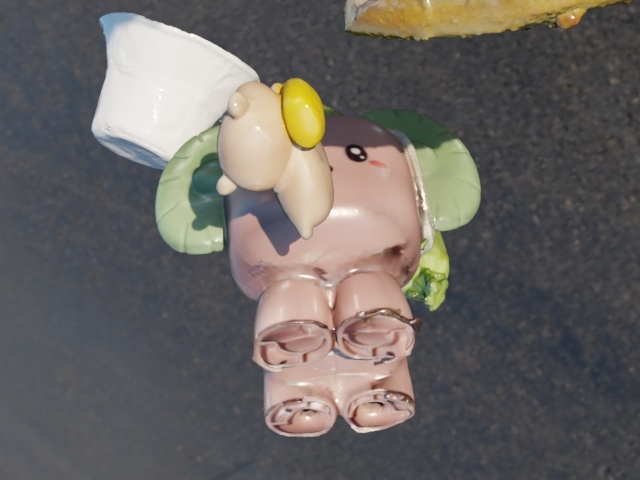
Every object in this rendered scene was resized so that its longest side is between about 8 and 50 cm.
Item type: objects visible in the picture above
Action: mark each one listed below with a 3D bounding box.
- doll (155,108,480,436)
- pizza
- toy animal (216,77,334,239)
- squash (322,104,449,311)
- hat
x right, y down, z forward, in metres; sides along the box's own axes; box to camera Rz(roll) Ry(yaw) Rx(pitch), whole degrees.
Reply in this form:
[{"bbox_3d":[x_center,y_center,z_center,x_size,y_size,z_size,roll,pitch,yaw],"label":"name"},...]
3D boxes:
[{"bbox_3d":[0.000,0.000,1.107,0.216,0.284,0.268,88,179,-48],"label":"doll"},{"bbox_3d":[0.156,-0.181,0.753,0.161,0.305,0.085,-103,-8,-52],"label":"pizza"},{"bbox_3d":[-0.038,-0.061,0.896,0.091,0.082,0.114,-122,20,-57],"label":"toy animal"},{"bbox_3d":[0.046,-0.041,1.357,0.370,0.118,0.118,46,145,48],"label":"squash"},{"bbox_3d":[-0.172,-0.148,1.383,0.203,0.126,0.203,22,169,4],"label":"hat"}]
